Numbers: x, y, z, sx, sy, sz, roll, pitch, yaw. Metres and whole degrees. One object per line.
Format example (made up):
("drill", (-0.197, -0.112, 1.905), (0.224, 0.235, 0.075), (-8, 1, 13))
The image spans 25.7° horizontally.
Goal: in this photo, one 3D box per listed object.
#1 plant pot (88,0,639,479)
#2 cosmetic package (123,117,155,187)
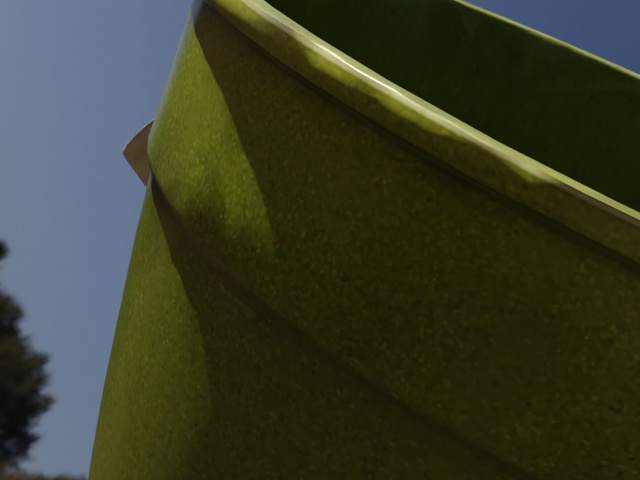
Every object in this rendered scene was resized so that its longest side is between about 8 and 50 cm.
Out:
("plant pot", (0.058, 0.120, 0.529), (0.366, 0.367, 0.353), (42, -66, 46))
("cosmetic package", (0.000, 0.000, 0.839), (0.231, 0.117, 0.085), (53, -32, -5))
